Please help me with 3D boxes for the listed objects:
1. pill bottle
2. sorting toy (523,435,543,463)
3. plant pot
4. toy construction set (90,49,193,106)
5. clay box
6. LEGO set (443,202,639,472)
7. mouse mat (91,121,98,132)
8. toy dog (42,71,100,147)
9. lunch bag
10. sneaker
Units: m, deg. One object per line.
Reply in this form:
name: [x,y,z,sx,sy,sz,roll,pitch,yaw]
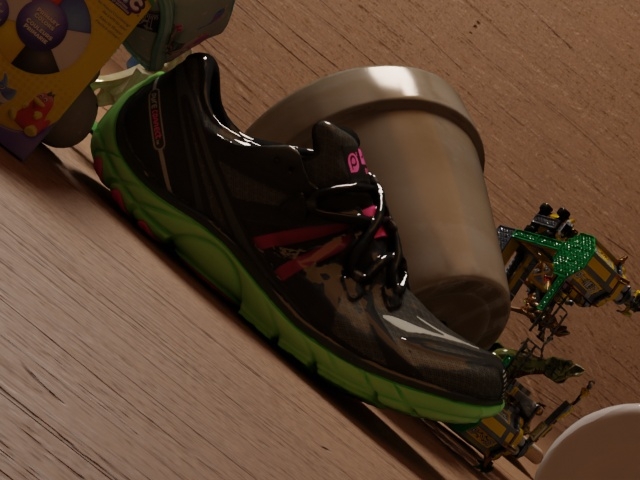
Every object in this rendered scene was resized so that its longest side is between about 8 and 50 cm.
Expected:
pill bottle: [0.348,0.289,1.654,0.204,0.204,0.361,41,3,26]
sorting toy: [0.218,0.245,2.402,0.193,0.038,0.208,40,-2,-12]
plant pot: [0.078,0.008,1.909,0.323,0.323,0.280,37,20,-50]
toy construction set: [-0.290,-0.210,1.833,0.327,0.151,0.215,29,-4,35]
clay box: [-0.230,-0.193,1.398,0.127,0.222,0.053,39,3,-16]
LEGO set: [0.258,0.143,1.997,0.192,0.331,0.255,40,-18,-29]
mouse mat: [-0.239,-0.103,2.084,0.189,0.007,0.152,43,4,31]
toy dog: [-0.324,-0.241,1.531,0.220,0.161,0.333,43,4,41]
lunch bag: [-0.191,-0.296,1.557,0.279,0.108,0.224,55,-19,6]
sneaker: [0.000,0.000,1.600,0.483,0.202,0.185,40,3,0]
